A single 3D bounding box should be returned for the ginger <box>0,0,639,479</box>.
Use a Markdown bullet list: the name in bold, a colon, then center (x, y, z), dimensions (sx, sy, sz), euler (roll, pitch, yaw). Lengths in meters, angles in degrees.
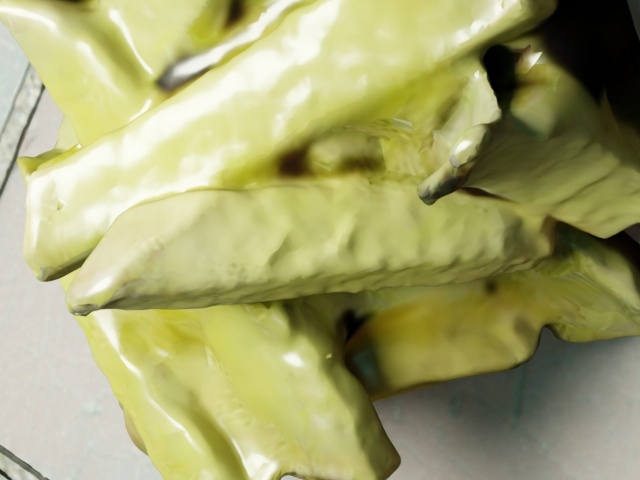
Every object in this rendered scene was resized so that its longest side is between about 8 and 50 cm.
- **ginger**: center (0.000, 0.000, 0.957), dimensions (0.358, 0.211, 0.413), euler (14, 139, 10)
